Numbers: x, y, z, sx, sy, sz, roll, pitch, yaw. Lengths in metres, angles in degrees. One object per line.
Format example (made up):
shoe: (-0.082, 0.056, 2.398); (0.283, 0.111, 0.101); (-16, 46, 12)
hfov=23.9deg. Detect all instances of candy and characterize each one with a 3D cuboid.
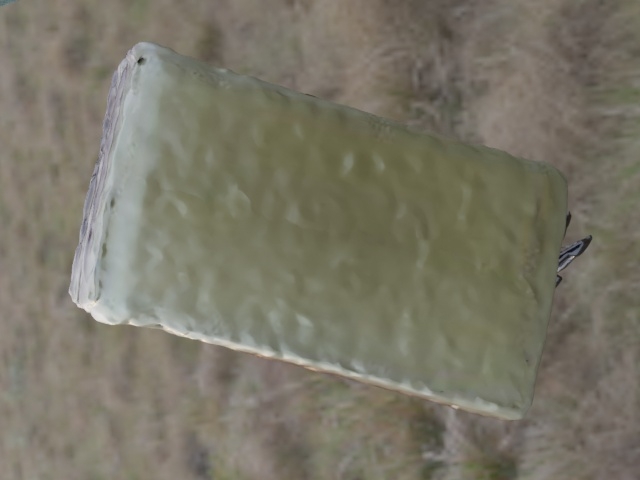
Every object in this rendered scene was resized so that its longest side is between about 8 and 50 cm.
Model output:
candy: (0.000, 0.000, 1.012); (0.135, 0.321, 0.179); (174, 111, -77)

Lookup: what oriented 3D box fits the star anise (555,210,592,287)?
star anise: (0.108, 0.058, 1.244); (0.102, 0.272, 0.272); (68, 166, -14)

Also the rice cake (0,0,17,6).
rice cake: (-0.355, -0.248, 1.456); (0.066, 0.336, 0.063); (38, 142, 32)
